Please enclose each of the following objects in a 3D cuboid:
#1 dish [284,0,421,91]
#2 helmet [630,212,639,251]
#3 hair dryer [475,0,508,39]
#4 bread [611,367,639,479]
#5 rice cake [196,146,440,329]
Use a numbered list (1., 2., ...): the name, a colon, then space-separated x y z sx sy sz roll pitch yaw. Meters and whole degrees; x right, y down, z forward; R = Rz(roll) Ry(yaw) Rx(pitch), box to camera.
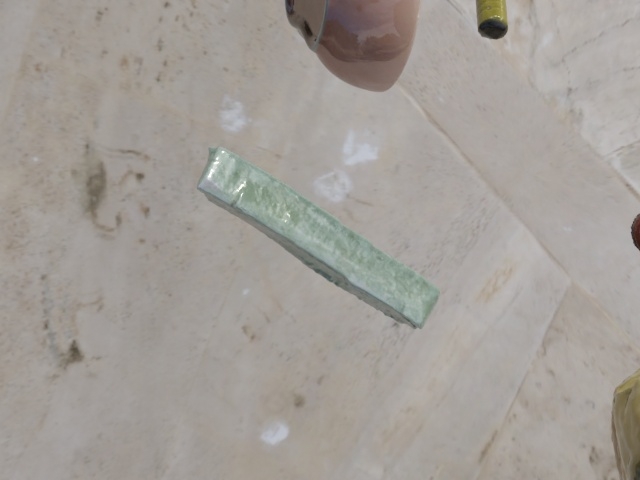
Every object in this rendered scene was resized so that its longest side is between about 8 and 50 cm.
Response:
1. dish: 0.020 -0.262 0.950 0.090 0.213 0.213 -7 93 -19
2. helmet: 0.372 -0.007 0.961 0.084 0.049 0.065 -1 95 18
3. hair dryer: 0.231 -0.395 1.263 0.090 0.135 0.279 -9 53 17
4. bread: 0.315 0.248 0.633 0.183 0.236 0.389 -11 124 13
5. rice cake: -0.001 0.001 0.542 0.170 0.029 0.033 34 74 -17
